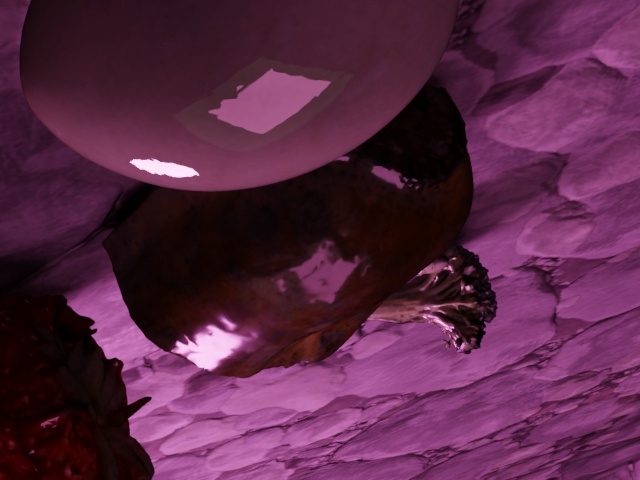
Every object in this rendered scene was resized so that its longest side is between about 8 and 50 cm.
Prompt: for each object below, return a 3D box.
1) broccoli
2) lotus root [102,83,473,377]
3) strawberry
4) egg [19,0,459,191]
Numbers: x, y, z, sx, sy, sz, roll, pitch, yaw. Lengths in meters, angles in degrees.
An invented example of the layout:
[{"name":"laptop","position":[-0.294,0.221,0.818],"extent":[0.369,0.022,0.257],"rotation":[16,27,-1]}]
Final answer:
[{"name":"broccoli","position":[0.071,0.057,1.468],"extent":[0.204,0.118,0.122],"rotation":[-4,-173,1]},{"name":"lotus root","position":[0.016,-0.006,1.201],"extent":[0.267,0.149,0.260],"rotation":[1,150,-48]},{"name":"strawberry","position":[-0.279,0.168,1.222],"extent":[0.257,0.261,0.261],"rotation":[-24,157,7]},{"name":"egg","position":[-0.044,-0.123,0.823],"extent":[0.253,0.186,0.186],"rotation":[-22,158,-4]}]
